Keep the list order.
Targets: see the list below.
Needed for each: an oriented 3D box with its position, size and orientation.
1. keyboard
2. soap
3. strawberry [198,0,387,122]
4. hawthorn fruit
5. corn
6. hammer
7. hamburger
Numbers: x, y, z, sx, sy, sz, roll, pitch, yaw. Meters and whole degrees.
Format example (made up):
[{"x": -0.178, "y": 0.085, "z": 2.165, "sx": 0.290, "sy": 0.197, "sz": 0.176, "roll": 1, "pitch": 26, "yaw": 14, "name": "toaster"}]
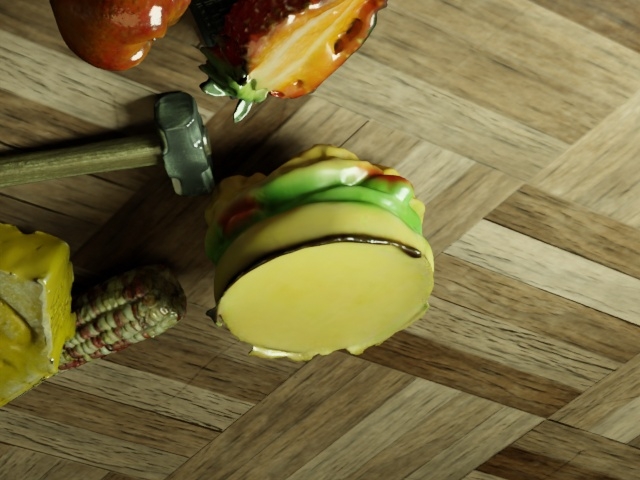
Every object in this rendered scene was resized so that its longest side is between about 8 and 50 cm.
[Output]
[{"x": -0.077, "y": -0.193, "z": 1.721, "sx": 0.067, "sy": 0.011, "sz": 0.202, "roll": -13, "pitch": 144, "yaw": 7, "name": "keyboard"}, {"x": -0.342, "y": 0.084, "z": 1.956, "sx": 0.257, "sy": 0.080, "sz": 0.160, "roll": -32, "pitch": 116, "yaw": 30, "name": "soap"}, {"x": -0.027, "y": -0.186, "z": 1.665, "sx": 0.140, "sy": 0.085, "sz": 0.192, "roll": -15, "pitch": 152, "yaw": -33, "name": "strawberry"}, {"x": -0.163, "y": -0.210, "z": 1.602, "sx": 0.125, "sy": 0.140, "sz": 0.125, "roll": -16, "pitch": 177, "yaw": -1, "name": "hawthorn fruit"}, {"x": -0.244, "y": 0.092, "z": 2.029, "sx": 0.237, "sy": 0.079, "sz": 0.079, "roll": -24, "pitch": 141, "yaw": 26, "name": "corn"}, {"x": -0.283, "y": -0.065, "z": 1.840, "sx": 0.365, "sy": 0.043, "sz": 0.111, "roll": -8, "pitch": 145, "yaw": 4, "name": "hammer"}, {"x": 0.000, "y": 0.000, "z": 1.882, "sx": 0.237, "sy": 0.149, "sz": 0.237, "roll": -7, "pitch": 146, "yaw": -4, "name": "hamburger"}]
